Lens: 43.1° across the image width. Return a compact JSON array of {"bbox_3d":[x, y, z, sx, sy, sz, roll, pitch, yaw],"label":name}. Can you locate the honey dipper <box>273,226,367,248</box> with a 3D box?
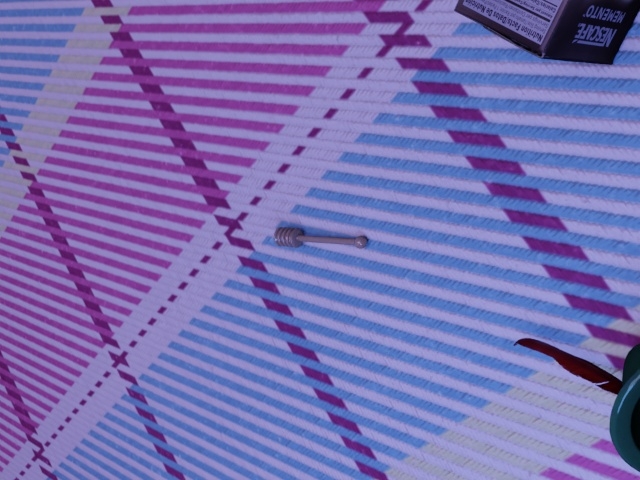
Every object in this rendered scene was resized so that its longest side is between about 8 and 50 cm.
[{"bbox_3d":[0.000,0.000,1.181,0.161,0.030,0.030,6,101,39],"label":"honey dipper"}]

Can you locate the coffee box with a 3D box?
[{"bbox_3d":[0.274,-0.332,0.786,0.119,0.168,0.297,39,122,31],"label":"coffee box"}]

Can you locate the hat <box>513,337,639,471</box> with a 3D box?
[{"bbox_3d":[0.364,0.136,0.880,0.209,0.183,0.173,26,110,-12],"label":"hat"}]
